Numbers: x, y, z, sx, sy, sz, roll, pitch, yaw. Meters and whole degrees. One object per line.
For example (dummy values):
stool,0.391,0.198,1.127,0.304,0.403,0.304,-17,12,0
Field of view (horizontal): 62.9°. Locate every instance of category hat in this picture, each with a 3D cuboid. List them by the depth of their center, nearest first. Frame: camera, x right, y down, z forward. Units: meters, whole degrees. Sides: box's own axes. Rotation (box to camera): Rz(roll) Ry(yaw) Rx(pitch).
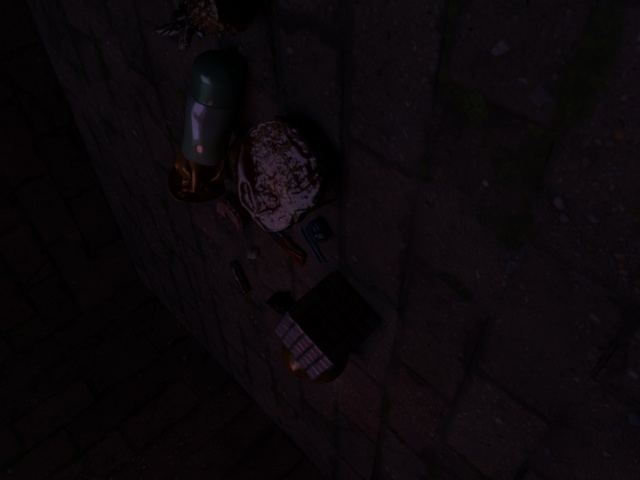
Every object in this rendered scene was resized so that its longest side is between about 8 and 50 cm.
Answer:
hat,-0.435,-0.294,1.857,0.233,0.244,0.233,34,133,19

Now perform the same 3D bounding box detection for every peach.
peach,-0.018,0.402,1.907,0.251,0.251,0.153,38,123,29

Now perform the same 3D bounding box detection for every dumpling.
dumpling,-0.279,0.059,2.123,0.077,0.059,0.043,-4,126,56

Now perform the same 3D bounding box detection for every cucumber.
cucumber,-0.368,0.171,2.388,0.053,0.053,0.181,10,128,52

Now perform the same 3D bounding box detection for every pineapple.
pineapple,-0.306,-0.594,1.365,0.364,0.165,0.165,16,133,53

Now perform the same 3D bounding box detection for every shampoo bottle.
shampoo bottle,-0.325,-0.402,1.567,0.151,0.222,0.349,20,138,-6

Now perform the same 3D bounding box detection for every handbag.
handbag,-0.144,0.282,2.164,0.139,0.072,0.115,52,153,-22

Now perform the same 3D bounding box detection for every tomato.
tomato,-0.094,-0.186,1.474,0.309,0.170,0.309,5,104,22

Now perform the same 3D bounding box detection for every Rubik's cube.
Rubik's cube,0.016,0.286,1.736,0.238,0.237,0.237,49,153,11

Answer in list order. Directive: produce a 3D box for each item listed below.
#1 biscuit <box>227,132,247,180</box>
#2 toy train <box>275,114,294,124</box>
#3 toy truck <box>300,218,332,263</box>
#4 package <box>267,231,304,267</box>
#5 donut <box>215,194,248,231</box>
biscuit,-0.201,-0.214,1.697,0.296,0.075,0.296,37,147,29
toy train,-0.105,-0.339,1.478,0.083,0.017,0.017,25,139,44
toy truck,0.000,0.000,1.622,0.136,0.074,0.063,58,151,-8
package,-0.126,0.009,1.876,0.200,0.022,0.083,46,150,18
donut,-0.340,-0.121,2.017,0.166,0.065,0.117,39,150,24
